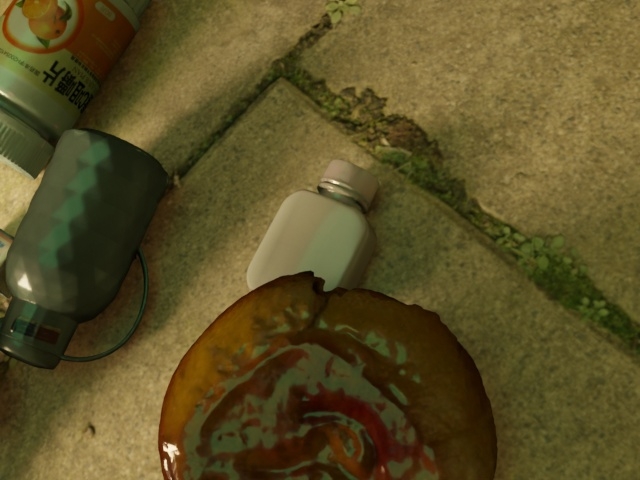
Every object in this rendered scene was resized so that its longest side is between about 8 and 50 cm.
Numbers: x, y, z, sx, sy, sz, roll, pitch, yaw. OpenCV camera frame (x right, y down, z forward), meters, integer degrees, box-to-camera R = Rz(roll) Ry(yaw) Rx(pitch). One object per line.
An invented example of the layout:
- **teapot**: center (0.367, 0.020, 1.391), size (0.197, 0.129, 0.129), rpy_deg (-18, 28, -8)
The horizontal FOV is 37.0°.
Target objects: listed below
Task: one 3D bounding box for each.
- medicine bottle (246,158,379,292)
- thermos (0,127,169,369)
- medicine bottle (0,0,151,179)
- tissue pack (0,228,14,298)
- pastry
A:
- **medicine bottle**: center (0.000, 0.000, 1.101), size (0.119, 0.069, 0.183), rpy_deg (21, 78, 27)
- **thermos**: center (-0.288, 0.021, 1.169), size (0.182, 0.145, 0.286), rpy_deg (22, 77, -8)
- **medicine bottle**: center (-0.365, -0.254, 1.295), size (0.158, 0.158, 0.318), rpy_deg (26, 79, 28)
- **tissue pack**: center (-0.433, 0.020, 1.260), size (0.094, 0.059, 0.074), rpy_deg (30, 79, 28)
- **pastry**: center (0.003, 0.204, 0.945), size (0.356, 0.164, 0.356), rpy_deg (-2, 75, 6)
